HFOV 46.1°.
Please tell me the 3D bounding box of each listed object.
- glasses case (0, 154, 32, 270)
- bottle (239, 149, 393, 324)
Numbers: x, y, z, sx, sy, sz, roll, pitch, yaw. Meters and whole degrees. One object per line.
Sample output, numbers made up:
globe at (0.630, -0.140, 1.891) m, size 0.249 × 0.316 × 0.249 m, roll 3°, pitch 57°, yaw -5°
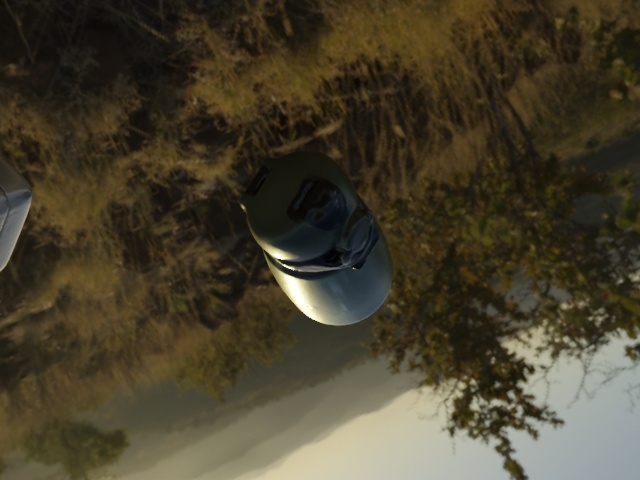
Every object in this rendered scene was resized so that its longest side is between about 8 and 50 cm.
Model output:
glasses case at (-0.461, -0.102, 0.796) m, size 0.144 × 0.336 × 0.076 m, roll -55°, pitch 171°, yaw 33°
bottle at (0.002, 0.001, 1.002) m, size 0.168 × 0.168 × 0.347 m, roll -30°, pitch 159°, yaw 0°
